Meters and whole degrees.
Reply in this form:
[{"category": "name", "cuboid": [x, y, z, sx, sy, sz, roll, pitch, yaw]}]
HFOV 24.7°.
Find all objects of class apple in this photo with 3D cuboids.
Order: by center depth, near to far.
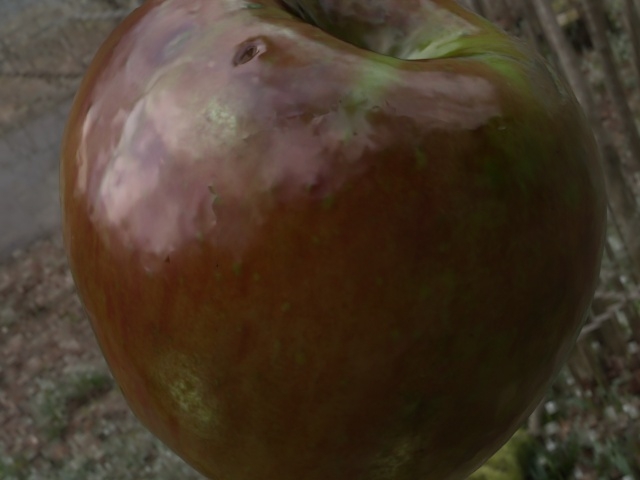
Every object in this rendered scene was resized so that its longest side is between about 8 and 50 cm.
[{"category": "apple", "cuboid": [0.000, 0.000, 0.657, 0.246, 0.226, 0.246, 14, 26, -7]}]
